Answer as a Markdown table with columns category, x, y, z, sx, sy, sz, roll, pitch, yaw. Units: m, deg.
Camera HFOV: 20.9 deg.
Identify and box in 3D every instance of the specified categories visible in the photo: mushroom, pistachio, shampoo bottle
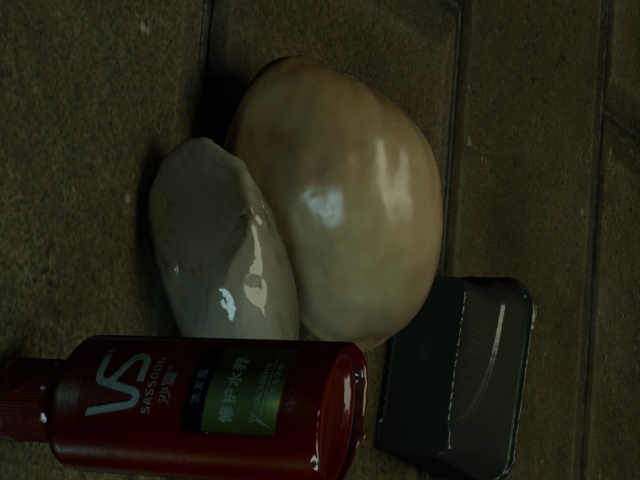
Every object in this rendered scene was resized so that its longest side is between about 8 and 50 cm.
| category | x | y | z | sx | sy | sz | roll | pitch | yaw |
| --- | --- | --- | --- | --- | --- | --- | --- | --- | --- |
| mushroom | -0.083 | 0.072 | 1.652 | 0.128 | 0.128 | 0.350 | -46 | 133 | -55 |
| pistachio | 0.007 | -0.045 | 1.746 | 0.230 | 0.230 | 0.309 | -49 | 138 | -53 |
| shampoo bottle | -0.118 | 0.130 | 1.362 | 0.076 | 0.314 | 0.118 | 48 | 49 | -53 |

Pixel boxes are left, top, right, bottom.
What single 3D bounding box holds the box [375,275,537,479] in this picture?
| category | x | y | z | sx | sy | sz | roll | pitch | yaw |
| --- | --- | --- | --- | --- | --- | --- | --- | --- | --- |
| box | 0.170 | 0.163 | 2.171 | 0.178 | 0.138 | 0.274 | 28 | 66 | -57 |

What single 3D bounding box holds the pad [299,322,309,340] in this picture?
| category | x | y | z | sx | sy | sz | roll | pitch | yaw |
| --- | --- | --- | --- | --- | --- | --- | --- | --- | --- |
| pad | 0.000 | 0.000 | 1.956 | 0.243 | 0.004 | 0.163 | -50 | 135 | -53 |
